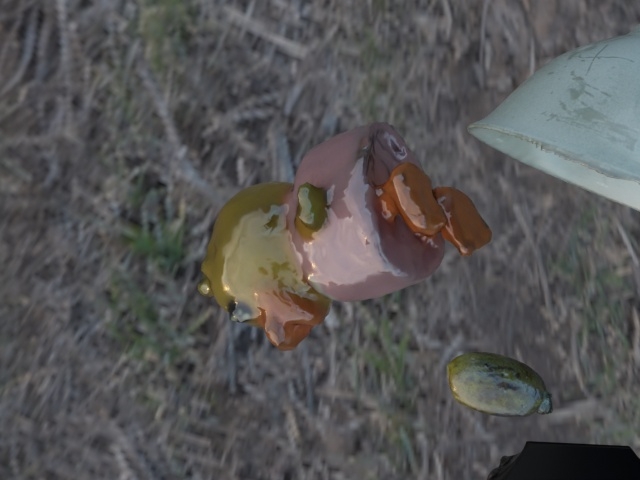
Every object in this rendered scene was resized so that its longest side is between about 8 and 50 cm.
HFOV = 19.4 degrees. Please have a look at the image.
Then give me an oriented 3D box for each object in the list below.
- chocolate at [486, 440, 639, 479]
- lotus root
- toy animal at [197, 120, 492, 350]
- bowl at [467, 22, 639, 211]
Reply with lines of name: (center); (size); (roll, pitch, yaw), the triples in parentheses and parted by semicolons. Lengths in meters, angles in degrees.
chocolate: (0.088, 0.241, 1.061); (0.177, 0.206, 0.224); (-22, 69, 44)
lotus root: (0.154, 0.123, 1.598); (0.099, 0.054, 0.049); (16, 104, -6)
toy animal: (-0.002, -0.003, 1.762); (0.281, 0.169, 0.195); (-31, 146, 25)
bowl: (0.294, -0.097, 1.568); (0.313, 0.313, 0.146); (24, 91, -4)
